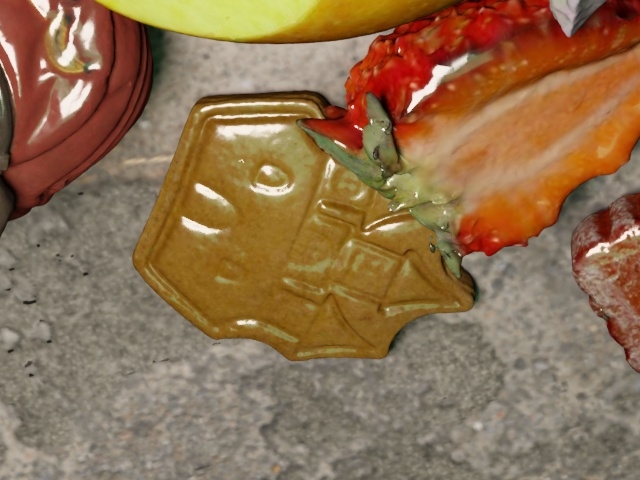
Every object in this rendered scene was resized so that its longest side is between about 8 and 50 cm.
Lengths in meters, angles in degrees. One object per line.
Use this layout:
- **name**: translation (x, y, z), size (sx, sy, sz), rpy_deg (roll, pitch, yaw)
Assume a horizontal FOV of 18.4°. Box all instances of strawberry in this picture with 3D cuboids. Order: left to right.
- **strawberry**: translation (0.113, -0.103, 1.138), size (0.228, 0.098, 0.174), rpy_deg (-41, 133, 16)

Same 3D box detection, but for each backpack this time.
- **backpack**: translation (-0.201, -0.112, 1.148), size (0.229, 0.139, 0.229), rpy_deg (4, 105, 15)

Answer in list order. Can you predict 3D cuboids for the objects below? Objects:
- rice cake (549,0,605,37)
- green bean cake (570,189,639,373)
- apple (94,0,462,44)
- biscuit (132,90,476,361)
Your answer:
- **rice cake**: translation (0.233, -0.274, 0.999), size (0.064, 0.070, 0.399), rpy_deg (46, 105, 20)
- **green bean cake**: translation (0.238, 0.021, 1.231), size (0.135, 0.056, 0.136), rpy_deg (-29, 113, 16)
- **apple**: translation (-0.019, -0.280, 0.896), size (0.384, 0.374, 0.374), rpy_deg (-4, 119, -3)
- **biscuit**: translation (0.000, 0.001, 1.248), size (0.215, 0.034, 0.182), rpy_deg (20, 118, -8)
